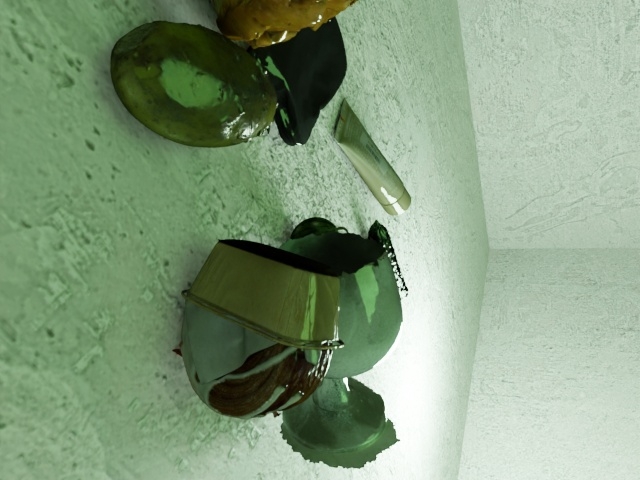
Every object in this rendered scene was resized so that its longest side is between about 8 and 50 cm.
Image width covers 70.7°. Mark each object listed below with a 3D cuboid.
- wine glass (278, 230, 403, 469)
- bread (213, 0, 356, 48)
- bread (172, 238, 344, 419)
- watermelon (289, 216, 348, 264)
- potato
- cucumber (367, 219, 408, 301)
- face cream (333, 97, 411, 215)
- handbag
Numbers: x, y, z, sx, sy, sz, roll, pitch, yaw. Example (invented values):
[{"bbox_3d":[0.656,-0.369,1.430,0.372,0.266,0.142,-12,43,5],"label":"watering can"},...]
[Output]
[{"bbox_3d":[0.022,0.160,0.737,0.238,0.237,0.323,-40,131,-56],"label":"wine glass"},{"bbox_3d":[0.006,-0.408,0.571,0.215,0.397,0.398,59,38,-28],"label":"bread"},{"bbox_3d":[-0.078,0.116,0.581,0.142,0.224,0.212,11,94,-56],"label":"bread"},{"bbox_3d":[-0.006,0.001,0.842,0.109,0.108,0.109,5,85,-62],"label":"watermelon"},{"bbox_3d":[-0.146,-0.192,0.571,0.251,0.113,0.150,-6,92,-63],"label":"potato"},{"bbox_3d":[0.177,0.060,1.228,0.300,0.072,0.072,64,36,-39],"label":"cucumber"},{"bbox_3d":[0.132,-0.194,1.156,0.341,0.084,0.138,46,47,-41],"label":"face cream"},{"bbox_3d":[-0.033,-0.326,0.834,0.192,0.074,0.332,64,38,-39],"label":"handbag"}]
